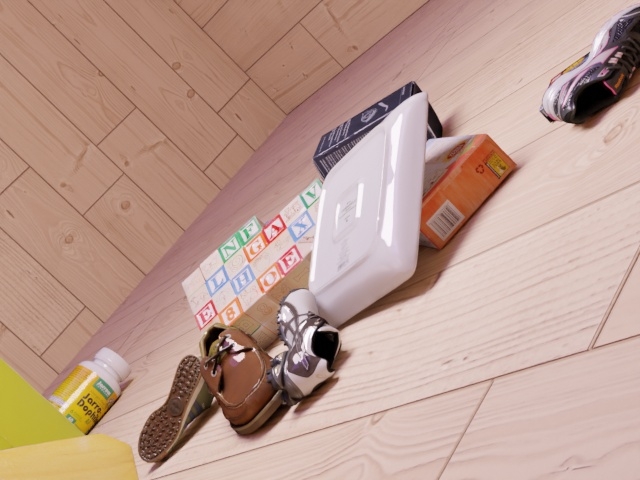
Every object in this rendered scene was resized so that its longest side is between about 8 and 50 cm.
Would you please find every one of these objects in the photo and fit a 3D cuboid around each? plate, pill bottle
[{"bbox_3d":[0.053,-0.034,1.444,0.277,0.045,0.278,-39,38,54],"label":"plate"},{"bbox_3d":[-0.519,0.342,2.345,0.208,0.117,0.117,-50,12,-27],"label":"pill bottle"}]

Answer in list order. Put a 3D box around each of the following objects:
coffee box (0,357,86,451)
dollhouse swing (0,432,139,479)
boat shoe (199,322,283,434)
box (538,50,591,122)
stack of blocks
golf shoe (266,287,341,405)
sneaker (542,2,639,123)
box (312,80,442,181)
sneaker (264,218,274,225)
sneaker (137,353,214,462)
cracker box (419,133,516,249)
[{"bbox_3d":[-0.746,0.462,2.158,0.334,0.337,0.338,-34,15,45],"label":"coffee box"},{"bbox_3d":[-0.397,0.447,1.338,0.347,0.305,0.315,-123,44,-57],"label":"dollhouse swing"},{"bbox_3d":[-0.122,0.185,1.482,0.111,0.104,0.307,-47,11,-8],"label":"boat shoe"},{"bbox_3d":[0.358,-0.222,1.410,0.137,0.027,0.094,-36,16,40],"label":"box"},{"bbox_3d":[-0.073,0.042,1.695,0.297,0.087,0.171,-42,40,11],"label":"stack of blocks"},{"bbox_3d":[-0.008,0.126,1.370,0.094,0.077,0.198,-28,32,23],"label":"golf shoe"},{"bbox_3d":[0.357,-0.205,1.293,0.178,0.072,0.077,-51,21,13],"label":"sneaker"},{"bbox_3d":[0.104,-0.172,1.867,0.207,0.108,0.153,-29,15,18],"label":"box"},{"bbox_3d":[0.000,0.000,1.805,0.319,0.112,0.131,-32,45,33],"label":"sneaker"},{"bbox_3d":[-0.207,0.263,1.650,0.086,0.064,0.192,9,-68,-57],"label":"sneaker"},{"bbox_3d":[0.160,-0.070,1.478,0.155,0.067,0.232,-47,12,-6],"label":"cracker box"}]
